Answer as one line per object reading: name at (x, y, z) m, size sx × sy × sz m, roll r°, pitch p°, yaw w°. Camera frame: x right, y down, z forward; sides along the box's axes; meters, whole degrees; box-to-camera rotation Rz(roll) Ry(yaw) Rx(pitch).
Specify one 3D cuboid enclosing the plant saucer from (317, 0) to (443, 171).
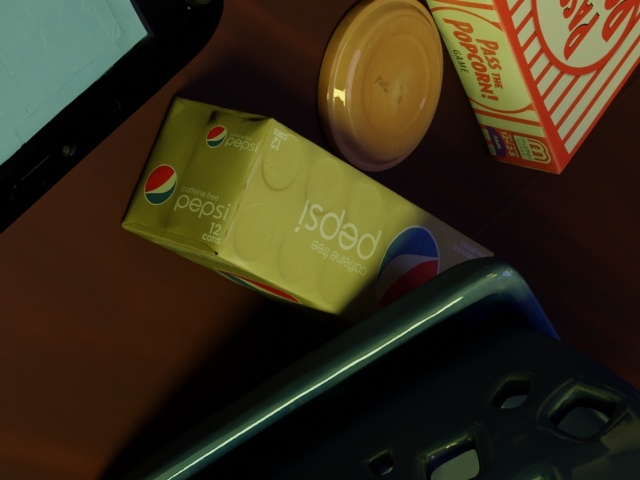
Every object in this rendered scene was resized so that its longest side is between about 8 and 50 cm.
plant saucer at (0.031, -0.073, 0.831) m, size 0.083 × 0.013 × 0.083 m, roll -18°, pitch 115°, yaw -45°

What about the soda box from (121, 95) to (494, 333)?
soda box at (0.000, 0.000, 0.784) m, size 0.181 × 0.058 × 0.061 m, roll 29°, pitch 80°, yaw -51°

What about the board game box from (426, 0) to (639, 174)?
board game box at (0.129, -0.153, 0.895) m, size 0.193 × 0.045 × 0.147 m, roll -53°, pitch 136°, yaw -24°

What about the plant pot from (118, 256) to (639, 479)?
plant pot at (0.059, 0.161, 0.747) m, size 0.236 × 0.212 × 0.236 m, roll -33°, pitch 132°, yaw 1°

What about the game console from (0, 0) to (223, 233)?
game console at (-0.167, -0.029, 0.590) m, size 0.361 × 0.044 × 0.213 m, roll -47°, pitch 134°, yaw -30°
